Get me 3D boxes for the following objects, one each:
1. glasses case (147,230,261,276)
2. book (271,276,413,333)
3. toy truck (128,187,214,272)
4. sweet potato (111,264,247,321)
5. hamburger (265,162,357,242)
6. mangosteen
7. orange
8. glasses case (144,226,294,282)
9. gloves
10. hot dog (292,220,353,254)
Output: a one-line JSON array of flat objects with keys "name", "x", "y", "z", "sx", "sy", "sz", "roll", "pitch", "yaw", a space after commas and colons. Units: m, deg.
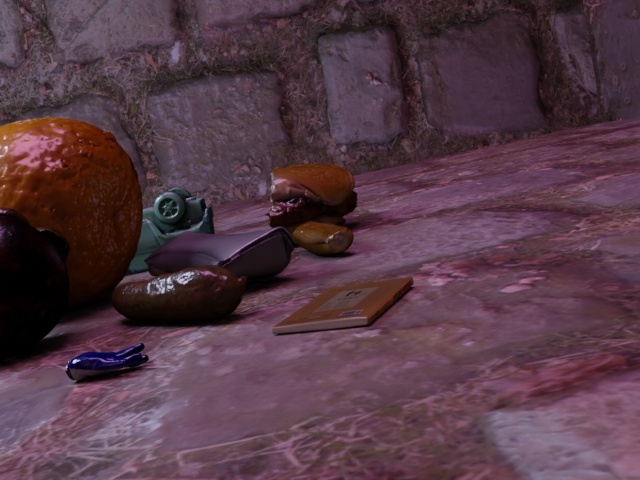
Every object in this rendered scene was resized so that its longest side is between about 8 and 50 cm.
[{"name": "glasses case", "x": -0.204, "y": 0.024, "z": 1.547, "sx": 0.234, "sy": 0.059, "sz": 0.092, "roll": -14, "pitch": 6, "yaw": -16}, {"name": "book", "x": 0.030, "y": 0.075, "z": 0.976, "sx": 0.118, "sy": 0.012, "sz": 0.172, "roll": -8, "pitch": 8, "yaw": 25}, {"name": "toy truck", "x": -0.365, "y": -0.020, "z": 1.760, "sx": 0.279, "sy": 0.156, "sz": 0.155, "roll": -12, "pitch": 7, "yaw": -1}, {"name": "sweet potato", "x": -0.207, "y": 0.078, "z": 1.125, "sx": 0.273, "sy": 0.075, "sz": 0.075, "roll": -10, "pitch": 7, "yaw": 41}, {"name": "hamburger", "x": -0.025, "y": -0.079, "z": 1.731, "sx": 0.245, "sy": 0.155, "sz": 0.282, "roll": -6, "pitch": 10, "yaw": -16}, {"name": "mangosteen", "x": -0.441, "y": 0.054, "z": 1.131, "sx": 0.210, "sy": 0.209, "sz": 0.210, "roll": -12, "pitch": 7, "yaw": 2}, {"name": "orange", "x": -0.471, "y": -0.044, "z": 1.414, "sx": 0.294, "sy": 0.340, "sz": 0.340, "roll": 4, "pitch": 12, "yaw": 17}, {"name": "glasses case", "x": -0.168, "y": 0.033, "z": 1.345, "sx": 0.128, "sy": 0.083, "sz": 0.308, "roll": -23, "pitch": 13, "yaw": -32}, {"name": "gloves", "x": -0.231, "y": 0.131, "z": 0.912, "sx": 0.086, "sy": 0.026, "sz": 0.064, "roll": -11, "pitch": 5, "yaw": 7}, {"name": "hot dog", "x": 0.000, "y": 0.000, "z": 1.463, "sx": 0.066, "sy": 0.047, "sz": 0.216, "roll": -29, "pitch": 13, "yaw": -17}]
